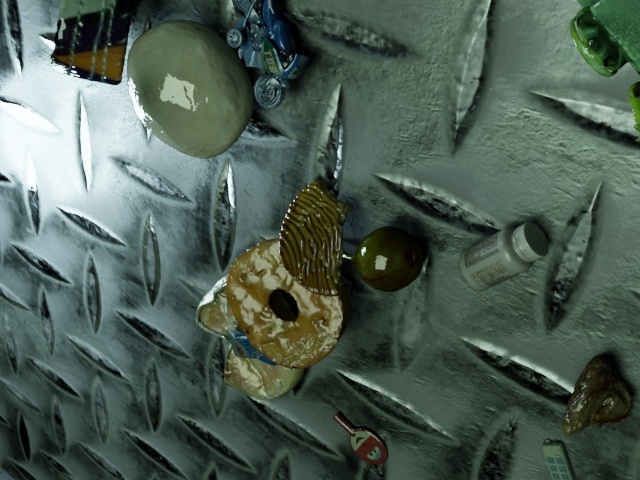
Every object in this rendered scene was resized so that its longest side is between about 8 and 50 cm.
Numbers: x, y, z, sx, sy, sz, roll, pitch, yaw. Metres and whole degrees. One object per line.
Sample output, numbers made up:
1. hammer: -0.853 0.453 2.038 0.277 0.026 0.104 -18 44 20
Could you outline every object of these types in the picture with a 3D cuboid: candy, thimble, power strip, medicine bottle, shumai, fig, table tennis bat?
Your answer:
1. candy: -0.274 -0.298 1.425 0.295 0.185 0.296 14 115 30
2. thimble: -0.467 -0.442 1.472 0.237 0.150 0.238 -171 90 -71
3. candy: -0.162 0.240 1.628 0.136 0.038 0.088 5 126 39
4. power strip: 0.447 0.416 1.337 0.040 0.016 0.090 -11 106 42
5. medicine bottle: 0.308 0.025 1.198 0.140 0.079 0.079 -34 89 44
6. shumai: 0.461 0.263 1.180 0.105 0.123 0.139 3 102 26
7. fig: 0.088 0.026 1.361 0.236 0.124 0.124 11 120 47
8. table tennis bat: 0.091 0.458 1.649 0.154 0.019 0.098 42 133 10

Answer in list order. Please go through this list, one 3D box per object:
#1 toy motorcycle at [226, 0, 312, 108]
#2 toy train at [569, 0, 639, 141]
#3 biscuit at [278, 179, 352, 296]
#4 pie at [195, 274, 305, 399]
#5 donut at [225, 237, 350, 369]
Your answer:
1. toy motorcycle: -0.090 -0.375 1.302 0.135 0.092 0.255 -11 97 32
2. toy train: 0.423 -0.250 0.860 0.271 0.188 0.159 44 135 -12
3. biscuit: 0.000 0.000 1.365 0.176 0.031 0.229 -39 60 10
4. pie: -0.157 0.230 1.689 0.337 0.075 0.338 14 117 29
5. donut: -0.059 0.125 1.492 0.277 0.108 0.278 5 103 24
